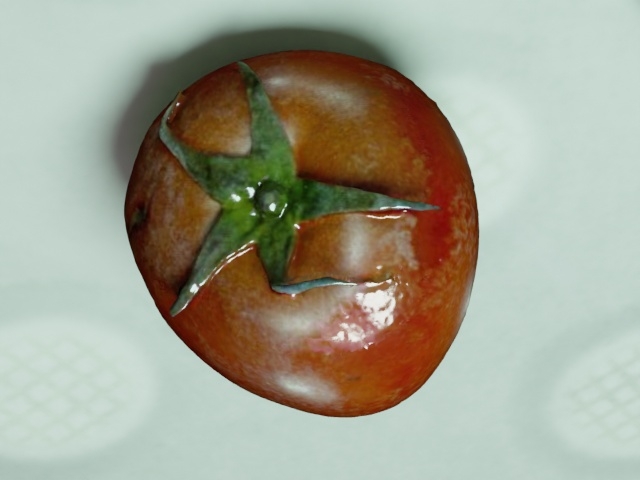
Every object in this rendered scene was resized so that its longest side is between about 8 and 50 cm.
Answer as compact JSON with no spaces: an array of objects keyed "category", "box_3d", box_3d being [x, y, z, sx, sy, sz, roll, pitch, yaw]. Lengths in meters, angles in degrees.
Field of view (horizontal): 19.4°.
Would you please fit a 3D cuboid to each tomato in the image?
[{"category":"tomato","box_3d":[0.000,0.000,0.849,0.167,0.167,0.167,-6,135,-6]}]
